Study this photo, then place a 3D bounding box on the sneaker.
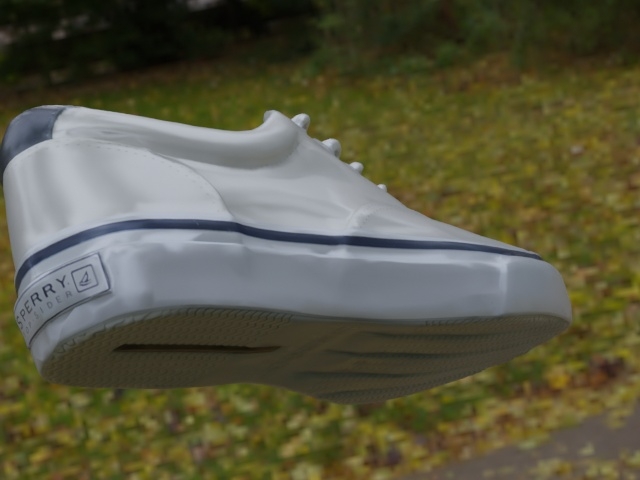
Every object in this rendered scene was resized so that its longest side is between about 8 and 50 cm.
[{"bbox_3d":[0.000,0.000,0.599,0.094,0.091,0.258,-29,-24,32],"label":"sneaker"}]
